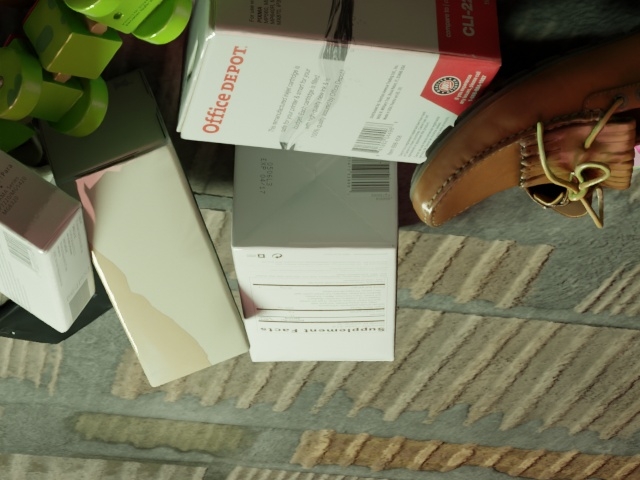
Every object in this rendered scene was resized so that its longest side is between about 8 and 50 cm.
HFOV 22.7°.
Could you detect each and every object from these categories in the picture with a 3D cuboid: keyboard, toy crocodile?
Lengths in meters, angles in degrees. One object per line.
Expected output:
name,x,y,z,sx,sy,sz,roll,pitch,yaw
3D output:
keyboard,-0.348,0.059,2.047,0.201,0.033,0.317,12,149,-36
toy crocodile,-0.221,-0.195,1.451,0.340,0.105,0.115,-44,150,24

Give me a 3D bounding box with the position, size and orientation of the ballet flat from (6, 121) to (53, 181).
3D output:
ballet flat,-0.384,-0.145,1.587,0.139,0.139,0.400,-10,155,18

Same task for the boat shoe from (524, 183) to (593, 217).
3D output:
boat shoe,0.258,-0.063,1.797,0.064,0.060,0.178,-16,149,26

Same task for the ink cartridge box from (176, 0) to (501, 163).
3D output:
ink cartridge box,0.011,-0.177,1.520,0.273,0.114,0.197,5,152,-13

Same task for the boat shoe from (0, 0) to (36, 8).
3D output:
boat shoe,-0.298,-0.257,1.435,0.050,0.045,0.135,-19,149,20

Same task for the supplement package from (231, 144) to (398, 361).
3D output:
supplement package,0.000,0.000,1.785,0.175,0.177,0.293,0,153,2

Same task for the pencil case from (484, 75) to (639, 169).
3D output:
pencil case,0.271,-0.117,1.632,0.284,0.124,0.124,-4,152,2

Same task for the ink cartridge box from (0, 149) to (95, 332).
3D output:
ink cartridge box,-0.349,-0.035,1.558,0.261,0.066,0.296,32,162,5

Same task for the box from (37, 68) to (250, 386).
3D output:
box,-0.183,-0.009,1.684,0.121,0.148,0.311,-21,131,-3

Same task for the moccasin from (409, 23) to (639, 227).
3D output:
moccasin,0.266,-0.102,1.509,0.380,0.147,0.139,-23,163,-7
